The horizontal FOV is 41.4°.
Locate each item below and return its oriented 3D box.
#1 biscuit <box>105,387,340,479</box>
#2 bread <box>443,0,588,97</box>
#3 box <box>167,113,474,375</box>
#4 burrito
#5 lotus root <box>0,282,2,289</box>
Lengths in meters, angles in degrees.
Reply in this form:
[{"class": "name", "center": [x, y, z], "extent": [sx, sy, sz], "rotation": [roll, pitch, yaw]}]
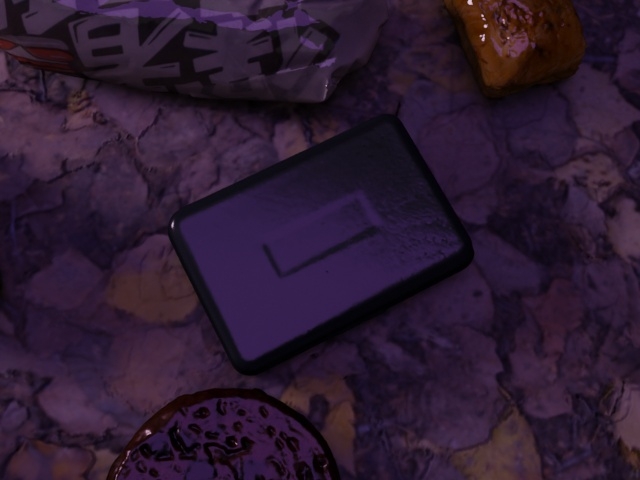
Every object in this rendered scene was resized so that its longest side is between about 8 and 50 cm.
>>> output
[{"class": "biscuit", "center": [-0.078, 0.208, 0.670], "extent": [0.192, 0.049, 0.192], "rotation": [3, 71, -8]}, {"class": "bread", "center": [0.169, -0.239, 0.796], "extent": [0.114, 0.083, 0.210], "rotation": [-18, 77, -12]}, {"class": "box", "center": [0.000, 0.000, 0.731], "extent": [0.230, 0.050, 0.160], "rotation": [-26, 77, -10]}, {"class": "burrito", "center": [-0.163, -0.204, 0.759], "extent": [0.446, 0.101, 0.138], "rotation": [6, 85, -4]}, {"class": "lotus root", "center": [-0.340, -0.008, 0.698], "extent": [0.135, 0.095, 0.159], "rotation": [-34, 72, -8]}]
